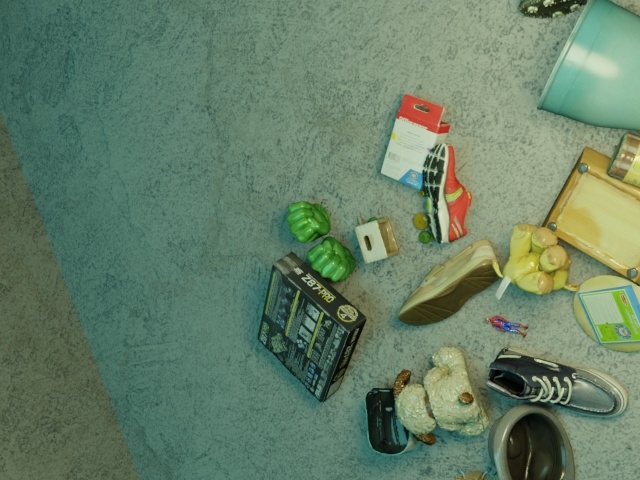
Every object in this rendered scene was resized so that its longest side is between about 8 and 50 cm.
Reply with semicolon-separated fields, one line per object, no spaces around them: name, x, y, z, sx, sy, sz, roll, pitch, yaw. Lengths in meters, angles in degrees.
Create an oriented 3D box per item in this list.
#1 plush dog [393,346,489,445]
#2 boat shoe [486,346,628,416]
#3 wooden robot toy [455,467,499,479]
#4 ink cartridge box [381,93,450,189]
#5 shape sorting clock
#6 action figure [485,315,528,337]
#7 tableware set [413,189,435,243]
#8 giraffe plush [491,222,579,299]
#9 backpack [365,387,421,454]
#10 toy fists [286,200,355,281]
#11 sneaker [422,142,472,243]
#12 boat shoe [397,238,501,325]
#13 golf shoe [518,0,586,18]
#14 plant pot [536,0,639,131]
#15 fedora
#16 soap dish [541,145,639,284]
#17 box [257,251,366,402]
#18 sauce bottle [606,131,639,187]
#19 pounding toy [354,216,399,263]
plush dog;0.314;0.448;1.955;0.225;0.210;0.263;-23;86;15
boat shoe;0.582;0.376;1.806;0.340;0.158;0.127;14;106;34
wooden robot toy;0.438;0.692;2.019;0.173;0.079;0.076;-16;89;37
ink cartridge box;0.266;-0.272;1.963;0.134;0.078;0.231;27;114;28
shape sorting clock;0.713;0.176;1.728;0.206;0.040;0.206;29;135;34
action figure;0.496;0.228;1.923;0.115;0.030;0.038;17;113;34
tableware set;0.307;-0.069;2.009;0.104;0.024;0.154;-6;96;40
giraffe plush;0.546;0.071;1.753;0.210;0.170;0.181;-56;38;34
backpack;0.221;0.531;2.097;0.165;0.144;0.189;-9;71;35
toy fists;0.000;0.000;2.166;0.096;0.142;0.279;-37;77;34
sneaker;0.345;-0.130;1.909;0.107;0.118;0.279;-135;36;-61
boat shoe;0.348;0.122;1.970;0.341;0.121;0.110;-37;40;32
golf shoe;0.591;-0.609;1.669;0.272;0.105;0.120;-17;73;31
plant pot;0.654;-0.362;1.569;0.255;0.271;0.272;28;115;13
fedora;0.530;0.561;1.870;0.124;0.243;0.276;-20;89;66
soap dish;0.686;-0.052;1.677;0.290;0.118;0.229;36;117;27
box;-0.041;0.274;2.198;0.318;0.097;0.395;39;140;22
sauce bottle;0.808;-0.133;1.550;0.344;0.111;0.112;21;111;13
pounding toy;0.150;-0.012;2.076;0.100;0.130;0.141;-18;88;24
